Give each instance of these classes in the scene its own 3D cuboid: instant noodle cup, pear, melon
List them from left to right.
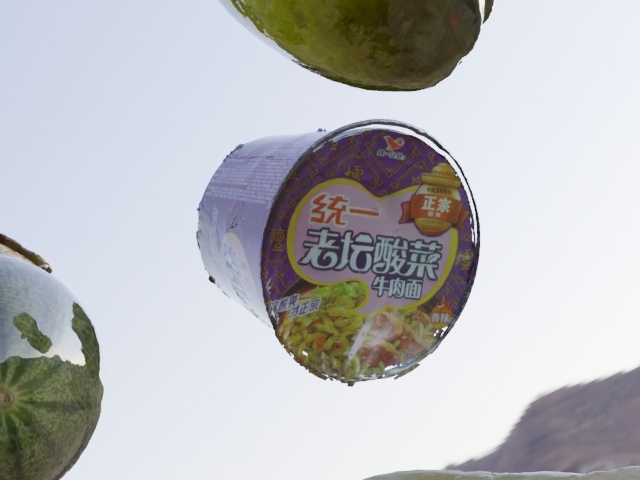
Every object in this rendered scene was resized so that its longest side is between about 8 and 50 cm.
[{"bbox_3d":[-0.318,0.131,1.157,0.237,0.237,0.301,-19,10,-21],"label":"melon"},{"bbox_3d":[0.000,0.000,1.630,0.340,0.340,0.266,-16,16,-30],"label":"instant noodle cup"},{"bbox_3d":[0.017,-0.274,1.071,0.269,0.321,0.269,-40,5,4],"label":"pear"}]

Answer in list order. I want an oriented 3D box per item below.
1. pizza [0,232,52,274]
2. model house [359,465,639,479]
[{"bbox_3d":[-0.437,0.039,1.544,0.251,0.288,0.074,17,-70,-40],"label":"pizza"},{"bbox_3d":[0.173,0.316,0.601,0.382,0.342,0.334,-4,24,27],"label":"model house"}]
